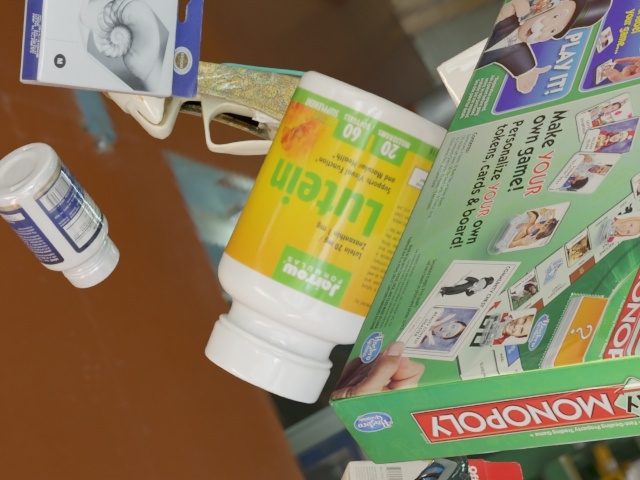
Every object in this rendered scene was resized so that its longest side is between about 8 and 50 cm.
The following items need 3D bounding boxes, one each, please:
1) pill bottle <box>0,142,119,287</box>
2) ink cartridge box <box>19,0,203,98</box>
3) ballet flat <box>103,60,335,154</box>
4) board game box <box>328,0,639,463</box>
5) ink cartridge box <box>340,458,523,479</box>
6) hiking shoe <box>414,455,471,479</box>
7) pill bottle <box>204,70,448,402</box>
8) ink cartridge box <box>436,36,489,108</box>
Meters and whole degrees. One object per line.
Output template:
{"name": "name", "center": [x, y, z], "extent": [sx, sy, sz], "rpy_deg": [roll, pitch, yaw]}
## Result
{"name": "pill bottle", "center": [-0.307, -0.024, 1.763], "extent": [0.169, 0.094, 0.094], "rpy_deg": [57, 17, -37]}
{"name": "ink cartridge box", "center": [-0.195, -0.260, 1.545], "extent": [0.224, 0.045, 0.223], "rpy_deg": [0, 95, -43]}
{"name": "ballet flat", "center": [-0.146, -0.166, 1.802], "extent": [0.348, 0.123, 0.123], "rpy_deg": [12, 28, -1]}
{"name": "board game box", "center": [0.149, -0.039, 0.701], "extent": [0.046, 0.213, 0.317], "rpy_deg": [57, 40, -29]}
{"name": "ink cartridge box", "center": [0.147, 0.355, 1.933], "extent": [0.078, 0.231, 0.134], "rpy_deg": [107, -19, -52]}
{"name": "hiking shoe", "center": [0.109, 0.305, 1.695], "extent": [0.304, 0.132, 0.113], "rpy_deg": [3, 77, -86]}
{"name": "pill bottle", "center": [0.000, 0.000, 1.226], "extent": [0.136, 0.245, 0.136], "rpy_deg": [24, 3, -1]}
{"name": "ink cartridge box", "center": [0.215, -0.056, 1.037], "extent": [0.232, 0.171, 0.168], "rpy_deg": [63, 12, 3]}
